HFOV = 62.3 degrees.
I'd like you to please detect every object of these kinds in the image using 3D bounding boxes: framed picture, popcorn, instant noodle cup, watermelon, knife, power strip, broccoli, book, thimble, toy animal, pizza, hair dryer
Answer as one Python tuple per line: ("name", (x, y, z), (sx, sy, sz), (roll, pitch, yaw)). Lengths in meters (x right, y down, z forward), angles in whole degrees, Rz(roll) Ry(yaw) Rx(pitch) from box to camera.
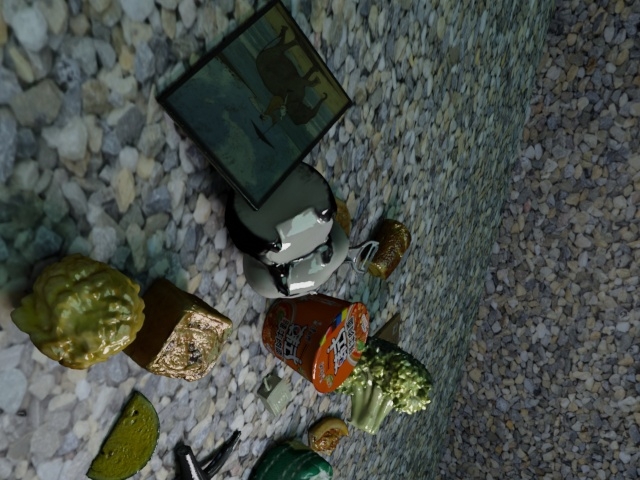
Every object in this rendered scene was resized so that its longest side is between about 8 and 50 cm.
("framed picture", (-0.103, -0.263, 1.009), (0.265, 0.016, 0.347), (51, 61, -23))
("popcorn", (-0.366, 0.108, 0.817), (0.180, 0.170, 0.179), (-15, 90, -79))
("instant noodle cup", (-0.016, 0.241, 1.385), (0.250, 0.192, 0.250), (-34, 135, -43))
("watermelon", (-0.368, 0.406, 1.054), (0.181, 0.075, 0.092), (-60, 144, -12))
("knife", (0.071, 0.051, 1.464), (0.278, 0.053, 0.123), (0, 114, -62))
("power strip", (-0.131, 0.415, 1.455), (0.075, 0.042, 0.175), (-49, 143, -27))
("broccoli", (0.173, 0.452, 1.650), (0.280, 0.348, 0.293), (-64, 155, -18))
("book", (0.215, 0.439, 2.021), (0.310, 0.021, 0.216), (-34, 135, -43))
("thimble", (-0.092, 0.759, 1.600), (0.254, 0.167, 0.288), (-20, 123, -51))
("toy animal", (-0.067, -0.007, 1.140), (0.251, 0.251, 0.309), (-51, 157, -27))
("pizza", (0.031, 0.681, 1.847), (0.271, 0.056, 0.134), (49, 58, -55))
("hair dryer", (-0.268, 0.539, 1.321), (0.219, 0.075, 0.195), (-42, 132, -52))

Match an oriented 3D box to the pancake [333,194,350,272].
("pancake", (-0.001, 0.000, 1.408), (0.282, 0.049, 0.282), (-39, 140, -43))

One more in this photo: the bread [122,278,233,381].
("bread", (-0.272, 0.173, 1.003), (0.158, 0.143, 0.149), (-60, 141, -14))

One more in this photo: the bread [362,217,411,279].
("bread", (0.214, 0.030, 1.699), (0.172, 0.103, 0.132), (-56, 143, -16))
